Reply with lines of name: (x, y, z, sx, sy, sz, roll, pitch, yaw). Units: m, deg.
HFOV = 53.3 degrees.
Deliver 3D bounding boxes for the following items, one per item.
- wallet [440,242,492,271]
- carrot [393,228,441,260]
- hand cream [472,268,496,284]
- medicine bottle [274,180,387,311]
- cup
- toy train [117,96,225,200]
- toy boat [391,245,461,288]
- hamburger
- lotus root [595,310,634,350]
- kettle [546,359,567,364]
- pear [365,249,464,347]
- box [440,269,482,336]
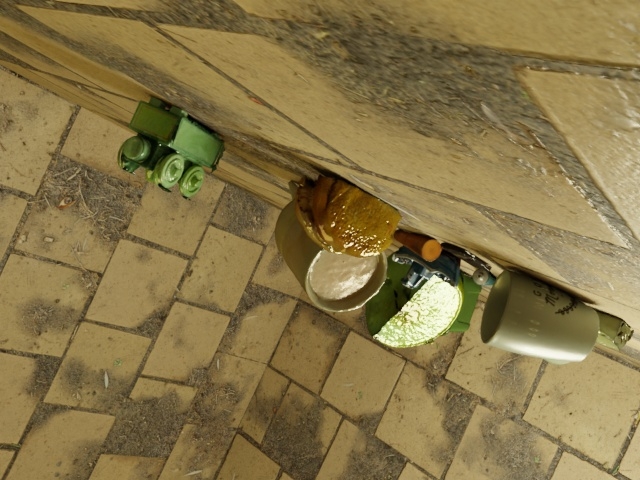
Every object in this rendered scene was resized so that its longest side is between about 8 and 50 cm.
wallet: (0.385, 0.044, 1.674, 0.157, 0.018, 0.082, 28, 177, -43)
carrot: (0.257, 0.002, 1.770, 0.061, 0.061, 0.210, 26, -177, -25)
hand cream: (0.504, 0.117, 1.941, 0.083, 0.048, 0.224, 21, -178, 27)
medicine bottle: (0.000, 0.000, 1.800, 0.236, 0.235, 0.406, 26, -165, -31)
cup: (0.531, 0.175, 1.563, 0.234, 0.186, 0.258, 17, -152, -1)
toy train: (-0.362, -0.218, 1.551, 0.159, 0.188, 0.272, 25, -179, 20)
toy boat: (0.311, 0.084, 1.914, 0.129, 0.142, 0.309, 29, 178, -32)
hamburger: (0.047, -0.046, 1.447, 0.283, 0.156, 0.144, 24, 180, -38)
lotus root: (0.708, 0.223, 1.623, 0.143, 0.070, 0.144, 27, 178, -42)
kettle: (0.635, 0.234, 1.885, 0.255, 0.165, 0.240, 27, -154, -36)
pear: (0.316, 0.171, 2.185, 0.239, 0.342, 0.318, 31, -157, -27)
box: (0.423, 0.201, 2.363, 0.178, 0.252, 0.329, 15, -174, -38)
